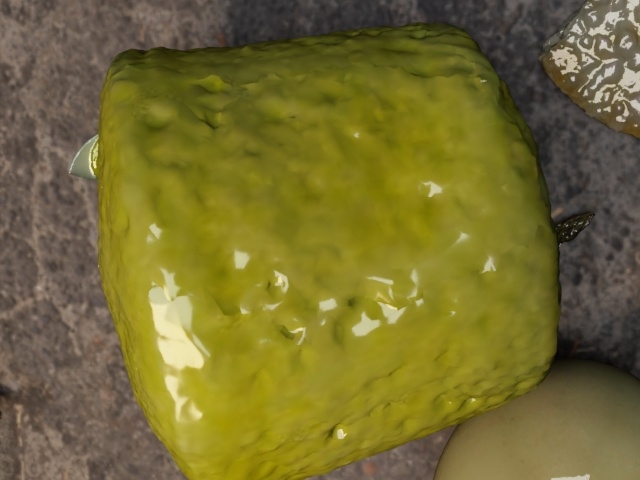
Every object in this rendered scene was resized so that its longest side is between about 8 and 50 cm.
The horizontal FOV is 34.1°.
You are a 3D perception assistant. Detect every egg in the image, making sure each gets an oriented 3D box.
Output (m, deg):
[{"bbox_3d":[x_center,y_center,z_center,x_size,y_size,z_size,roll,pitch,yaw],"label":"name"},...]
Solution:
[{"bbox_3d":[0.189,0.213,0.868,0.188,0.188,0.254,34,117,4],"label":"egg"}]

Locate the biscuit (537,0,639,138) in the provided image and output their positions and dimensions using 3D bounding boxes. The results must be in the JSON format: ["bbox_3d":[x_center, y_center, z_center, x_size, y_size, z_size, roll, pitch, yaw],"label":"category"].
[{"bbox_3d":[0.309,-0.170,0.837,0.265,0.040,0.188,-1,102,11],"label":"biscuit"}]

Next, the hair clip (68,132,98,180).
[{"bbox_3d":[-0.132,-0.060,0.959,0.188,0.033,0.060,18,101,-4],"label":"hair clip"}]

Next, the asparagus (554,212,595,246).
[{"bbox_3d":[0.152,0.052,0.927,0.023,0.022,0.233,34,110,-34],"label":"asparagus"}]

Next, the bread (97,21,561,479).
[{"bbox_3d":[0.000,0.000,0.787,0.307,0.348,0.348,-16,98,-1],"label":"bread"}]
